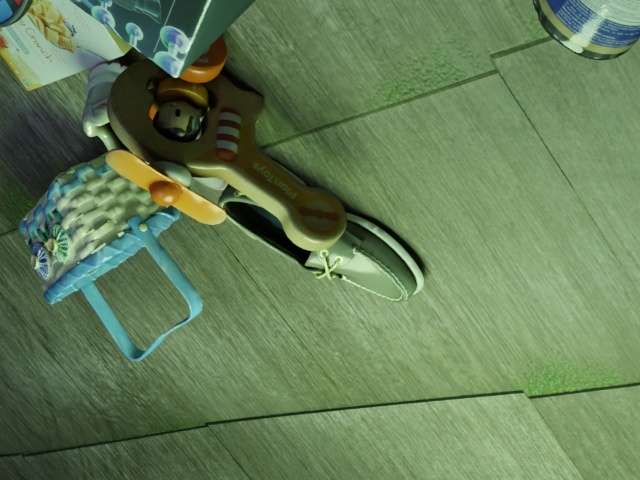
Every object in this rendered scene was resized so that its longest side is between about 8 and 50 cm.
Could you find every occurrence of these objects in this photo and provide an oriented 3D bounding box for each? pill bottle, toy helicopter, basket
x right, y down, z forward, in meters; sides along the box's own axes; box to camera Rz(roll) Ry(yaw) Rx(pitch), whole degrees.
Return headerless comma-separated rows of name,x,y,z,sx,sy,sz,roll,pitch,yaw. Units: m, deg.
pill bottle,0.309,-0.286,1.409,0.123,0.123,0.219,37,142,2
toy helicopter,-0.125,-0.100,1.864,0.355,0.235,0.140,37,143,1
basket,-0.314,0.033,2.184,0.289,0.201,0.255,51,141,0

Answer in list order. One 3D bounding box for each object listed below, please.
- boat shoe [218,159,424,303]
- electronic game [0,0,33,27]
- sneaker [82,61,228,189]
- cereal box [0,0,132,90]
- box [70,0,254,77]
boat shoe,-0.001,0.003,1.988,0.305,0.091,0.109,34,143,6
electronic game,-0.460,-0.398,1.936,0.229,0.048,0.229,19,121,35
sneaker,-0.231,-0.133,2.001,0.252,0.111,0.103,31,145,-15
cereal box,-0.381,-0.311,2.008,0.240,0.047,0.173,-12,120,46
box,-0.224,-0.434,1.619,0.395,0.212,0.293,36,142,2
